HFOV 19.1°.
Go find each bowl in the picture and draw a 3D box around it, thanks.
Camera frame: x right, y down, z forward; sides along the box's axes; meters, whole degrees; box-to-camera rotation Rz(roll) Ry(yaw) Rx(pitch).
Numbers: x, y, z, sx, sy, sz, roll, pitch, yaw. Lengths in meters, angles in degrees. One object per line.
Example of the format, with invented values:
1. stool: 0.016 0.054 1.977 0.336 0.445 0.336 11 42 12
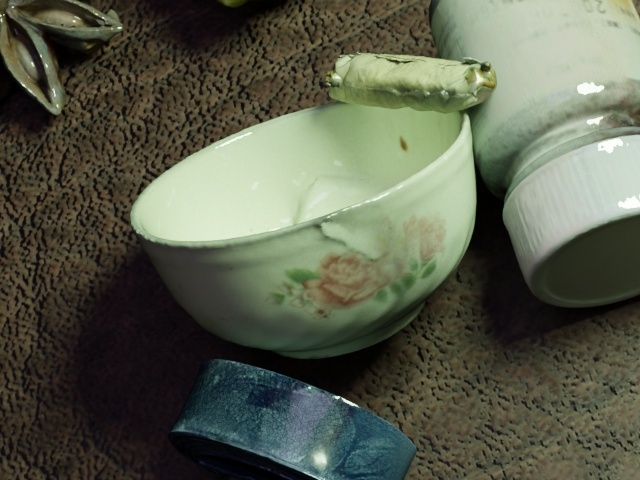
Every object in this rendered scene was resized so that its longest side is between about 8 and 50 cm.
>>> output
1. bowl: 0.000 0.000 1.492 0.277 0.145 0.277 -14 22 6

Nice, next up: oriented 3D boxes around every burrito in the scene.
1. burrito: 0.069 -0.123 1.500 0.185 0.041 0.045 13 62 51

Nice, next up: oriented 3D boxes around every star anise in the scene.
1. star anise: -0.266 -0.201 1.742 0.197 0.073 0.212 3 68 22

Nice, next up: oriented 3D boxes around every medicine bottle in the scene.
1. medicine bottle: 0.196 -0.098 1.502 0.165 0.165 0.273 -20 62 6

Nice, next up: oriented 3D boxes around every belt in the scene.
1. belt: -0.027 0.159 1.449 0.190 0.141 0.082 16 68 24

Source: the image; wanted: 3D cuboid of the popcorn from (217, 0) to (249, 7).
1. popcorn: -0.043 -0.325 1.674 0.237 0.206 0.251 -4 74 -2
